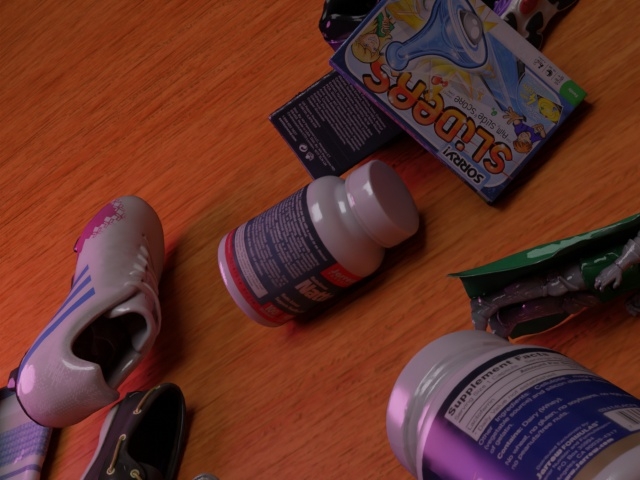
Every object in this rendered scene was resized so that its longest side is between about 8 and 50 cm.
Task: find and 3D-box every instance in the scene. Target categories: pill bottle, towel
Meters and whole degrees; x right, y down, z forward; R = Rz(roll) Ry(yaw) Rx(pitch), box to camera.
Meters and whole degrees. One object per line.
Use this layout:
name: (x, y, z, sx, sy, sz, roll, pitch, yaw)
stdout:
pill bottle: (0.000, 0.000, 1.491, 0.180, 0.108, 0.108, -31, 34, 26)
pill bottle: (0.159, 0.161, 1.063, 0.153, 0.153, 0.264, -50, 30, -4)
towel: (-0.379, 0.281, 1.716, 0.209, 0.034, 0.285, -26, 39, 29)

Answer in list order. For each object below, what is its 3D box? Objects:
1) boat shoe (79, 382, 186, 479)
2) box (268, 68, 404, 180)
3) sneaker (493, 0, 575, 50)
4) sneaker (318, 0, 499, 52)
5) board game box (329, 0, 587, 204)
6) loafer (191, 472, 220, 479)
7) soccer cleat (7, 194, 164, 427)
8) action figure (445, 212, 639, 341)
boat shoe: (-0.180, 0.228, 1.479, 0.068, 0.081, 0.228, -32, 31, 31)
box: (0.052, -0.146, 1.553, 0.158, 0.093, 0.156, -35, 5, 21)
sneaker: (0.208, -0.248, 1.560, 0.170, 0.068, 0.071, -53, 25, -8)
sneaker: (0.125, -0.274, 1.633, 0.283, 0.124, 0.107, -35, 33, 20)
board game box: (0.126, -0.149, 1.429, 0.136, 0.201, 0.035, -49, -3, -2)
loafer: (-0.129, 0.270, 1.417, 0.045, 0.039, 0.125, 36, 83, 16)
soccer cleat: (-0.213, 0.068, 1.663, 0.143, 0.116, 0.331, -19, 34, 33)
action figure: (0.230, 0.021, 1.196, 0.232, 0.137, 0.063, -25, 60, 19)
